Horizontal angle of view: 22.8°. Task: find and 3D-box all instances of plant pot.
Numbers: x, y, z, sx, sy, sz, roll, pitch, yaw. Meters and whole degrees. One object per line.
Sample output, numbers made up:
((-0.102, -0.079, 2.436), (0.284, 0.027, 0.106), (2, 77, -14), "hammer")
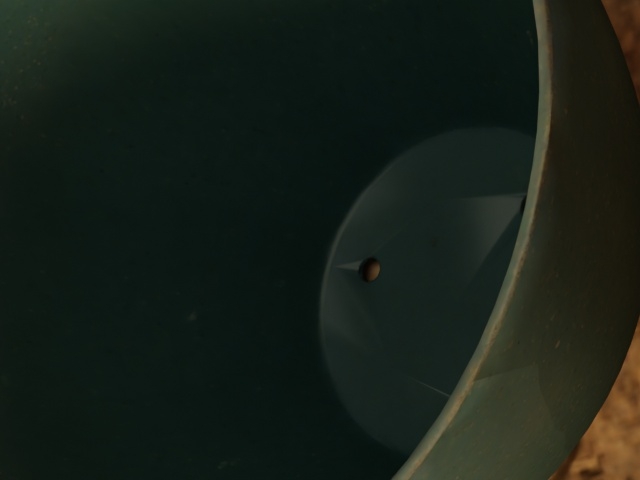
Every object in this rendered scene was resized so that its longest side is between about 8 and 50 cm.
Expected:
((0.000, 0.000, 0.566), (0.290, 0.195, 0.290), (-13, 68, 34), "plant pot")
